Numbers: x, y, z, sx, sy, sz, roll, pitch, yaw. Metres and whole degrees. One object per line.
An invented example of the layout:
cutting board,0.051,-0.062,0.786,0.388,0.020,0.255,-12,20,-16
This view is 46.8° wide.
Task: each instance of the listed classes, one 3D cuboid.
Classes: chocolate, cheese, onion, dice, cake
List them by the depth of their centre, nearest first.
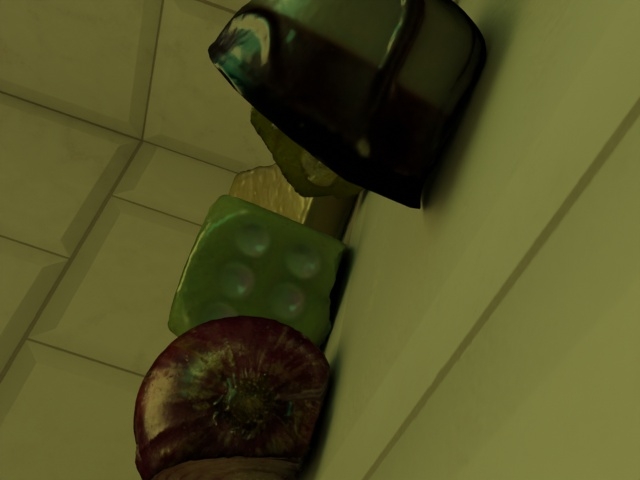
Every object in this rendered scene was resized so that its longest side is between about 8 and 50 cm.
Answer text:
chocolate,0.044,-0.191,0.754,0.186,0.283,0.284,-50,12,19
onion,-0.117,0.217,0.991,0.272,0.256,0.231,-34,47,49
dice,-0.103,0.075,1.272,0.250,0.254,0.252,-154,84,-85
cake,0.007,-0.195,1.288,0.260,0.179,0.156,56,-139,-36
cheese,-0.081,0.013,1.573,0.384,0.104,0.384,-12,75,53
